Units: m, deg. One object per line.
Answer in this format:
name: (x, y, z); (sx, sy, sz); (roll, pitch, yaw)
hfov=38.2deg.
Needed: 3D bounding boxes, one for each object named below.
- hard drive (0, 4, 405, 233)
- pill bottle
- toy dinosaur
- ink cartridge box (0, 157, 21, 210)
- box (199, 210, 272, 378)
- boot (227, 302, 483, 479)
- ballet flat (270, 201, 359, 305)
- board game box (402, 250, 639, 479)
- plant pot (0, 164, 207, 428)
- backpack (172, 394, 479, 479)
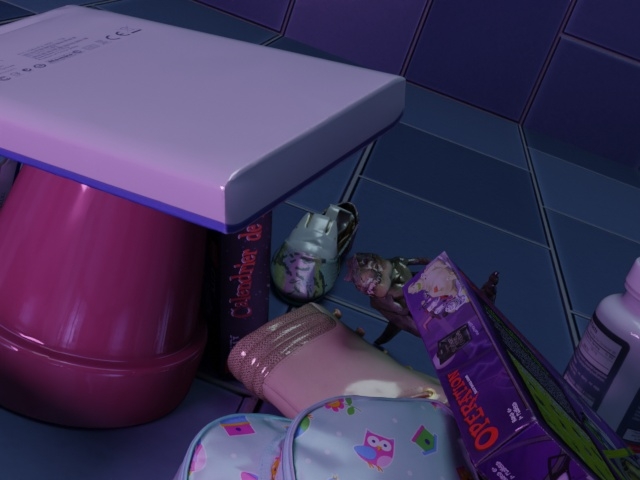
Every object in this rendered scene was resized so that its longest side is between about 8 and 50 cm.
hard drive: (-0.130, -0.103, 0.657); (0.319, 0.040, 0.210); (18, 34, 28)
pill bottle: (0.308, 0.113, 0.904); (0.108, 0.180, 0.108); (18, 21, -7)
toy dinosaur: (0.092, 0.059, 0.810); (0.118, 0.064, 0.268); (11, -17, 13)
ink cartridge box: (-0.370, -0.057, 0.700); (0.069, 0.175, 0.371); (27, 21, 18)
box: (-0.090, -0.022, 0.794); (0.044, 0.233, 0.159); (-10, 32, -23)
boot: (0.071, 0.129, 0.776); (0.262, 0.095, 0.203); (-6, 31, -45)
ballet flat: (0.000, 0.000, 1.045); (0.077, 0.079, 0.221); (23, 21, 7)
board game box: (0.196, 0.173, 0.618); (0.347, 0.056, 0.208); (44, 17, -21)
plant pot: (-0.170, 0.012, 0.710); (0.201, 0.180, 0.201); (18, 20, -7)
backpack: (0.002, 0.171, 0.507); (0.188, 0.144, 0.166); (2, 52, -21)
